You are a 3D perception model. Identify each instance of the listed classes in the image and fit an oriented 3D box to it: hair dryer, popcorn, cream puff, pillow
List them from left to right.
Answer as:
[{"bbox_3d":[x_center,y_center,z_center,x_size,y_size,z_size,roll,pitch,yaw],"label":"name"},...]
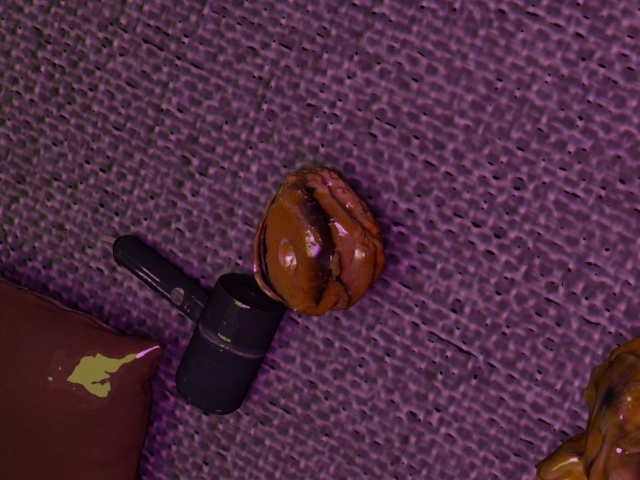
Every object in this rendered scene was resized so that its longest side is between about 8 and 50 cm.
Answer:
[{"bbox_3d":[-0.303,0.188,1.477,0.308,0.108,0.305,20,111,25],"label":"pillow"},{"bbox_3d":[-0.140,0.060,1.410,0.219,0.071,0.124,37,112,25],"label":"hair dryer"},{"bbox_3d":[0.000,0.000,1.306,0.119,0.104,0.133,-17,81,59],"label":"cream puff"},{"bbox_3d":[0.287,0.176,1.157,0.169,0.218,0.189,18,131,-21],"label":"popcorn"}]
